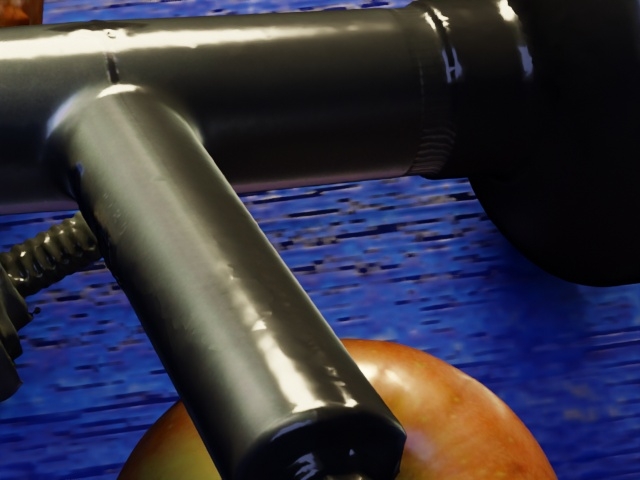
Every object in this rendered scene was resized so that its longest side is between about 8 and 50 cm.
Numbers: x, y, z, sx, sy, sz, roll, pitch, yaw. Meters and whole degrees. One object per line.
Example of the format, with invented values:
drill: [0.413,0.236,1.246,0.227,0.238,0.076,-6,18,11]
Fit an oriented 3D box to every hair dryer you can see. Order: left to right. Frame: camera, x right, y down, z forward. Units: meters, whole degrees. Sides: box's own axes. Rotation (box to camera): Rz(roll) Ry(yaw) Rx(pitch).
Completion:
hair dryer: [0.012,0.011,0.588,0.320,0.156,0.284,-13,50,-27]

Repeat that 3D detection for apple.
apple: [0.003,0.116,0.625,0.163,0.139,0.163,4,55,-5]

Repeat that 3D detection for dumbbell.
dumbbell: [-0.184,0.050,0.673,0.254,0.081,0.081,-28,71,-12]

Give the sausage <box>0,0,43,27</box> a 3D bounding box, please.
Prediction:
sausage: [-0.219,-0.065,0.676,0.268,0.153,0.141,-36,81,-22]
